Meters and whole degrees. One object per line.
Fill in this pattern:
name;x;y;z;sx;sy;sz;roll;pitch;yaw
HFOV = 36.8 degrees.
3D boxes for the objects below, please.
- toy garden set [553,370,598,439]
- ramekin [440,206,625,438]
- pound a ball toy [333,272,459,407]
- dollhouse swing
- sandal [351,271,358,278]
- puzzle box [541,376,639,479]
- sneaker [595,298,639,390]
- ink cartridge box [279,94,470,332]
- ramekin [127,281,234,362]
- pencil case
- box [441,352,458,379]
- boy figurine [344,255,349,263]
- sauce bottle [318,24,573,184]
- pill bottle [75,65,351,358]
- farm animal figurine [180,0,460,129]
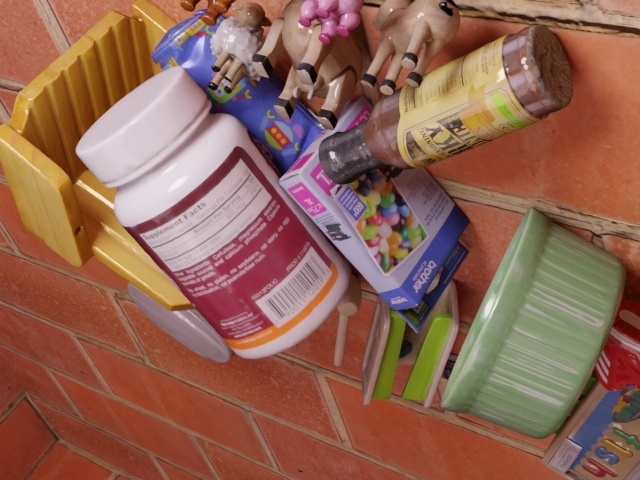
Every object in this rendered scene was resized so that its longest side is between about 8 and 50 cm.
toy garden set;0.488;0.298;1.586;0.203;0.049;0.244;14;138;27
ramekin;0.293;0.121;1.316;0.148;0.303;0.303;24;148;8
pound a ball toy;0.112;0.152;1.650;0.208;0.136;0.319;3;140;-4
dollhouse swing;-0.248;-0.121;1.487;0.304;0.347;0.315;28;148;17
sandal;0.019;0.100;1.730;0.089;0.060;0.219;-1;161;-6
puzzle box;0.534;0.293;1.454;0.272;0.052;0.409;29;137;12
sneaker;0.471;0.182;1.322;0.221;0.087;0.128;42;148;19
ink cartridge box;0.101;-0.036;1.400;0.311;0.186;0.065;49;145;-18
ramekin;-0.264;0.128;2.027;0.272;0.127;0.273;31;157;14
pencil case;-0.110;-0.212;1.448;0.133;0.119;0.306;-41;103;17
box;0.226;0.230;1.792;0.083;0.018;0.067;16;143;32
boy figurine;0.000;0.000;1.645;0.177;0.092;0.285;26;165;-40
sauce bottle;0.144;-0.154;1.206;0.344;0.111;0.111;-21;117;41
pill bottle;-0.151;-0.037;1.376;0.224;0.224;0.392;-8;127;50
farm animal figurine;0.009;-0.276;1.215;0.330;0.172;0.327;23;160;8
